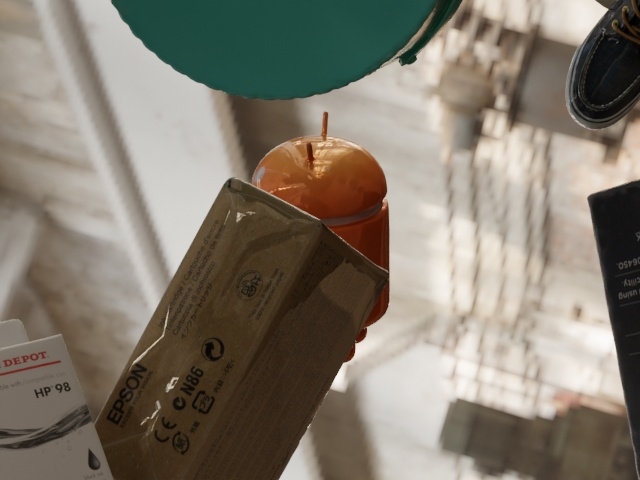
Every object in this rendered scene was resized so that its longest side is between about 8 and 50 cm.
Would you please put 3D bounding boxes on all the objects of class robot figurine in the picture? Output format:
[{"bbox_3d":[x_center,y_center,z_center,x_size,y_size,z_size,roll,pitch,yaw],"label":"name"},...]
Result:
[{"bbox_3d":[0.000,-0.001,1.678,0.158,0.128,0.219,-17,-63,-32],"label":"robot figurine"}]

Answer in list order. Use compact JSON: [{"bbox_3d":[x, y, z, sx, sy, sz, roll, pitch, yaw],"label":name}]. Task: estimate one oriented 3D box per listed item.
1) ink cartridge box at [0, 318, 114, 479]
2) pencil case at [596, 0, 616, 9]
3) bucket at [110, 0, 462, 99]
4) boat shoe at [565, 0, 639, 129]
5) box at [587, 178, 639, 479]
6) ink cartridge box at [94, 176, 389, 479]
[{"bbox_3d":[-0.214,0.132,1.267,0.104,0.180,0.060,-12,-19,-31],"label":"ink cartridge box"},{"bbox_3d":[0.360,-0.359,1.618,0.410,0.160,0.183,-44,10,1],"label":"pencil case"},{"bbox_3d":[-0.019,-0.227,1.244,0.183,0.281,0.281,-67,-11,-73],"label":"bucket"},{"bbox_3d":[0.255,-0.175,1.467,0.183,0.065,0.083,-57,-5,-5],"label":"boat shoe"},{"bbox_3d":[0.541,0.151,1.762,0.480,0.297,0.472,0,-104,-45],"label":"box"},{"bbox_3d":[-0.060,0.090,1.389,0.235,0.088,0.193,-61,-20,-4],"label":"ink cartridge box"}]
